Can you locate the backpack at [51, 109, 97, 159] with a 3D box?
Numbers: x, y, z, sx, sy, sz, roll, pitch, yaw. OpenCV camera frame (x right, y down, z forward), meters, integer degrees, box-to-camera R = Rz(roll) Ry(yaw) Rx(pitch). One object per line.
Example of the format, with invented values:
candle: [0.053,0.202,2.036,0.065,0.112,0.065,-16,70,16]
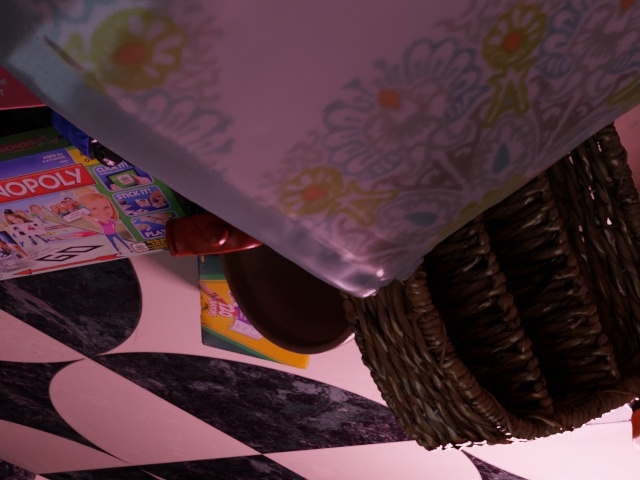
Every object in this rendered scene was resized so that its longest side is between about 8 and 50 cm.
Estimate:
backpack: [-0.229,-0.153,0.818,0.101,0.098,0.120,41,149,12]

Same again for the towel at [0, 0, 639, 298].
towel: [0.049,-0.127,0.477,0.320,0.090,0.374,-38,143,14]

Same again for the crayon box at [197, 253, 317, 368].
crayon box: [-0.077,0.073,1.112,0.165,0.081,0.278,13,147,2]

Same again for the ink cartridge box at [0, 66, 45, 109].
ink cartridge box: [-0.188,-0.240,0.530,0.207,0.117,0.283,0,115,21]

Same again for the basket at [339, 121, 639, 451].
basket: [0.159,0.025,0.721,0.223,0.213,0.299,-17,93,40]

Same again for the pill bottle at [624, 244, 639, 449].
pill bottle: [0.367,0.098,0.829,0.131,0.245,0.130,9,147,6]

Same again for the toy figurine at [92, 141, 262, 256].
toy figurine: [-0.082,-0.105,0.725,0.148,0.209,0.213,-8,138,19]

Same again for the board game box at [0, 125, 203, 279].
board game box: [-0.329,-0.046,0.996,0.317,0.046,0.213,-10,143,11]

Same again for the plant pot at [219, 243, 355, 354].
plant pot: [0.000,0.000,0.903,0.110,0.237,0.237,-14,173,-46]
